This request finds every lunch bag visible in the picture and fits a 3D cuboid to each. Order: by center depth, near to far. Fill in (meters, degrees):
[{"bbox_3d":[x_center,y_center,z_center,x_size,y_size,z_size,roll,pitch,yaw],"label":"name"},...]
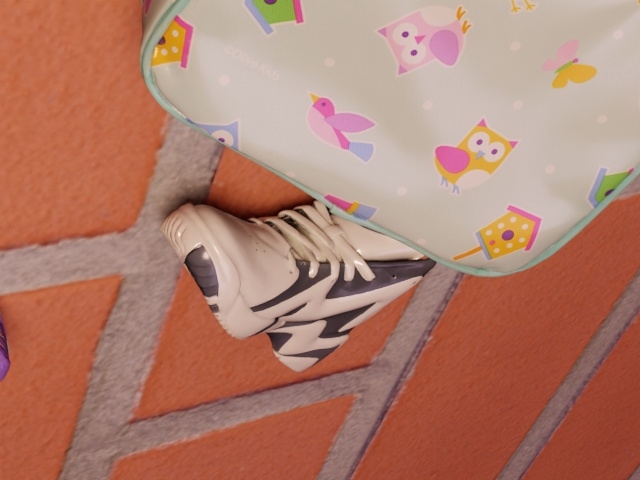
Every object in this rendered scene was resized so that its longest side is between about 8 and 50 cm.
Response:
[{"bbox_3d":[0.066,-0.116,0.707,0.279,0.108,0.224,27,118,-27],"label":"lunch bag"}]

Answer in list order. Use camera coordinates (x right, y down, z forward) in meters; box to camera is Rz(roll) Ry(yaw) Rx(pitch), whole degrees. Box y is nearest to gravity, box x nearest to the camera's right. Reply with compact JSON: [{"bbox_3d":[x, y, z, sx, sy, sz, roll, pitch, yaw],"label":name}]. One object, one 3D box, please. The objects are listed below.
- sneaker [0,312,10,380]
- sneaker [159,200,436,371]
[{"bbox_3d":[-0.246,0.053,0.778,0.170,0.071,0.068,8,130,-46],"label":"sneaker"},{"bbox_3d":[0.000,0.000,0.905,0.153,0.094,0.235,-37,148,4],"label":"sneaker"}]
